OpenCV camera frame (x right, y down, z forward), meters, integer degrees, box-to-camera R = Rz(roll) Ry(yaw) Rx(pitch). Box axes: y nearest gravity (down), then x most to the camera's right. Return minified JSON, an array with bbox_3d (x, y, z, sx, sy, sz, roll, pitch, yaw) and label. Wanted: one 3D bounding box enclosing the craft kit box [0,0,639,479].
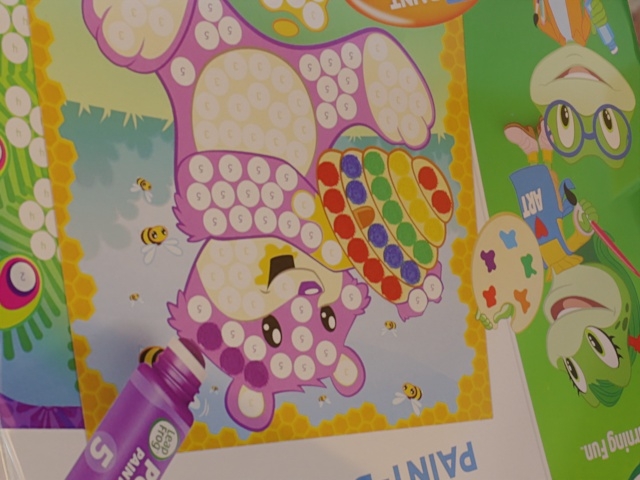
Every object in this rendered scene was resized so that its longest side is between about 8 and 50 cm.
[{"bbox_3d":[0.000,0.000,0.429,0.250,0.061,0.247,-11,89,-45],"label":"craft kit box"}]
